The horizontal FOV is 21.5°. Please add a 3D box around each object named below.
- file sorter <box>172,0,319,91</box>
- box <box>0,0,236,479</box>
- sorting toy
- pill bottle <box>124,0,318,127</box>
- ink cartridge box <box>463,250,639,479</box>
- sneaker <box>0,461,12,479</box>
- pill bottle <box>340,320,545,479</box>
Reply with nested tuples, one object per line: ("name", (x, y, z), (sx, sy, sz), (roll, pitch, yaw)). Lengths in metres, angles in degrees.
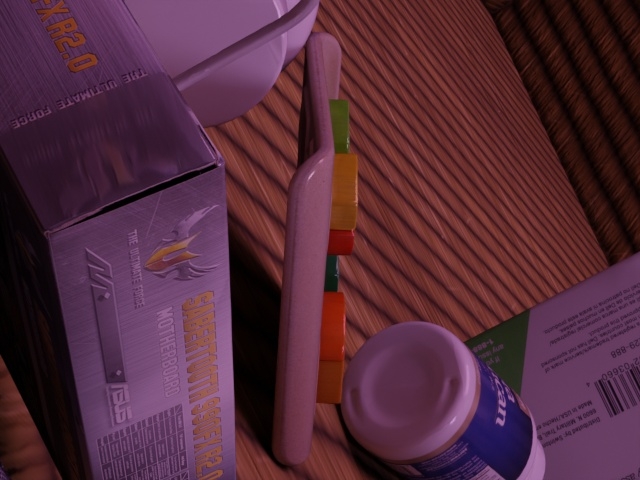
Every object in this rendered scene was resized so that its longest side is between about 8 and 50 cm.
("file sorter", (-0.141, -0.203, 0.789), (0.277, 0.193, 0.173), (67, 12, 23))
("box", (-0.093, -0.014, 0.583), (0.183, 0.056, 0.231), (57, -19, 30))
("sorting toy", (0.000, 0.000, 0.988), (0.208, 0.038, 0.193), (-85, 180, -63))
("pill bottle", (-0.076, -0.175, 1.035), (0.152, 0.152, 0.272), (54, 15, -25))
("ink cartridge box", (0.226, 0.187, 1.266), (0.289, 0.211, 0.121), (67, 14, 21))
("sneaker", (-0.125, 0.068, 0.501), (0.153, 0.101, 0.268), (48, 25, -44))
("pill bottle", (0.090, 0.127, 1.140), (0.169, 0.094, 0.094), (43, 23, -52))
